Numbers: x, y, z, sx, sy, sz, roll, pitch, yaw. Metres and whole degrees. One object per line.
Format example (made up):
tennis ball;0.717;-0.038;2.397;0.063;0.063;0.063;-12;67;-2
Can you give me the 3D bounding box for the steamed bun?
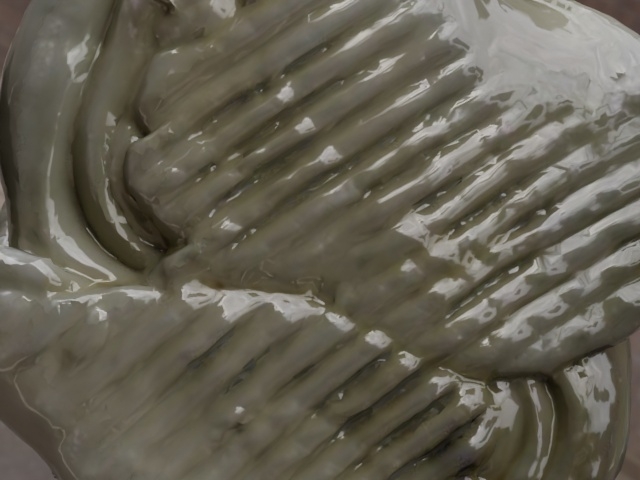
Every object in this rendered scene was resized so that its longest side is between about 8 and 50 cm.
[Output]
steamed bun;-0.004;0.010;0.788;0.324;0.310;0.219;23;-1;-5
